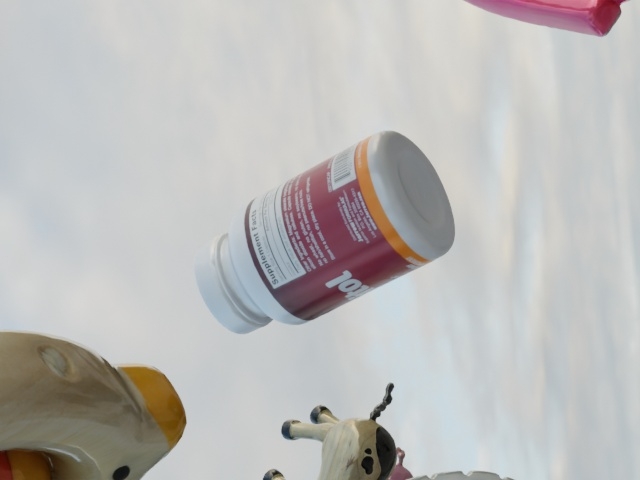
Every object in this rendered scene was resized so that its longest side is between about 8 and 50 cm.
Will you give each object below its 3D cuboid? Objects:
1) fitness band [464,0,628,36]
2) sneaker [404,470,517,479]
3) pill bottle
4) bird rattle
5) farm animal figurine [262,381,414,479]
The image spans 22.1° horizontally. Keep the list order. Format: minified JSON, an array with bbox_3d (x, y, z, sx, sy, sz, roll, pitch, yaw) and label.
[{"bbox_3d":[0.120,-0.241,1.189,0.054,0.291,0.209,-53,-55,-10],"label":"fitness band"},{"bbox_3d":[0.144,0.221,0.960,0.129,0.297,0.111,-90,16,-76],"label":"sneaker"},{"bbox_3d":[0.000,0.000,1.016,0.086,0.152,0.086,43,-148,-36],"label":"pill bottle"},{"bbox_3d":[-0.157,0.100,0.539,0.253,0.207,0.143,19,-150,-47],"label":"bird rattle"},{"bbox_3d":[0.017,0.342,1.422,0.326,0.172,0.330,-38,-59,-27],"label":"farm animal figurine"}]
